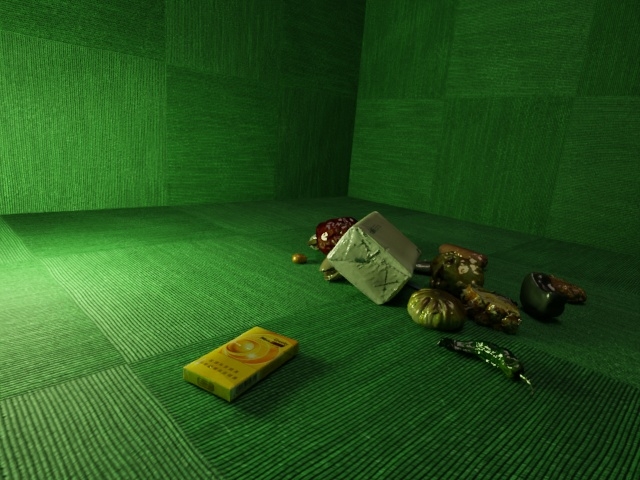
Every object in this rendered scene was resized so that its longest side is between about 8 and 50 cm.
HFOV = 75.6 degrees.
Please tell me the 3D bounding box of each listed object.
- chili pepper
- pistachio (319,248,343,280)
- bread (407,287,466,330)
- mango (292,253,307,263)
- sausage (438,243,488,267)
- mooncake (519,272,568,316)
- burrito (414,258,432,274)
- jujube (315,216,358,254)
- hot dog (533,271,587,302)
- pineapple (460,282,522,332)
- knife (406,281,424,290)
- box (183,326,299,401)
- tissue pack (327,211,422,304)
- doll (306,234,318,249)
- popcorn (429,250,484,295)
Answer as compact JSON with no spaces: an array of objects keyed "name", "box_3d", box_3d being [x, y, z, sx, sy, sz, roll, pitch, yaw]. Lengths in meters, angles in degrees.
[{"name":"chili pepper","box_3d":[0.470,0.323,1.141,0.122,0.065,0.279,-18,23,-38]},{"name":"pistachio","box_3d":[0.071,0.105,1.786,0.136,0.135,0.226,10,23,21]},{"name":"bread","box_3d":[0.401,0.229,1.417,0.213,0.104,0.213,7,13,-2]},{"name":"mango","box_3d":[-0.096,0.086,1.950,0.060,0.046,0.089,20,7,40]},{"name":"sausage","box_3d":[0.747,0.079,2.169,0.086,0.086,0.289,-4,15,-32]},{"name":"mooncake","box_3d":[0.829,0.202,1.535,0.104,0.175,0.168,0,-27,-5]},{"name":"burrito","box_3d":[0.551,0.131,1.937,0.309,0.066,0.096,6,16,15]},{"name":"jujube","box_3d":[0.094,-0.015,2.090,0.232,0.213,0.213,-8,16,-10]},{"name":"hot dog","box_3d":[1.028,0.202,1.808,0.115,0.072,0.269,-8,18,-18]},{"name":"pineapple","box_3d":[0.610,0.244,1.458,0.186,0.114,0.236,-6,27,-37]},{"name":"knife","box_3d":[0.427,0.206,1.697,0.045,0.019,0.313,5,11,-34]},{"name":"box","box_3d":[-0.190,0.300,1.042,0.152,0.043,0.269,13,17,30]},{"name":"tissue pack","box_3d":[0.232,0.060,1.670,0.297,0.207,0.380,41,22,5]},{"name":"doll","box_3d":[0.000,0.000,2.239,0.129,0.081,0.207,-27,-3,27]},{"name":"popcorn","box_3d":[0.535,0.152,1.674,0.203,0.200,0.226,-31,63,-22]}]
